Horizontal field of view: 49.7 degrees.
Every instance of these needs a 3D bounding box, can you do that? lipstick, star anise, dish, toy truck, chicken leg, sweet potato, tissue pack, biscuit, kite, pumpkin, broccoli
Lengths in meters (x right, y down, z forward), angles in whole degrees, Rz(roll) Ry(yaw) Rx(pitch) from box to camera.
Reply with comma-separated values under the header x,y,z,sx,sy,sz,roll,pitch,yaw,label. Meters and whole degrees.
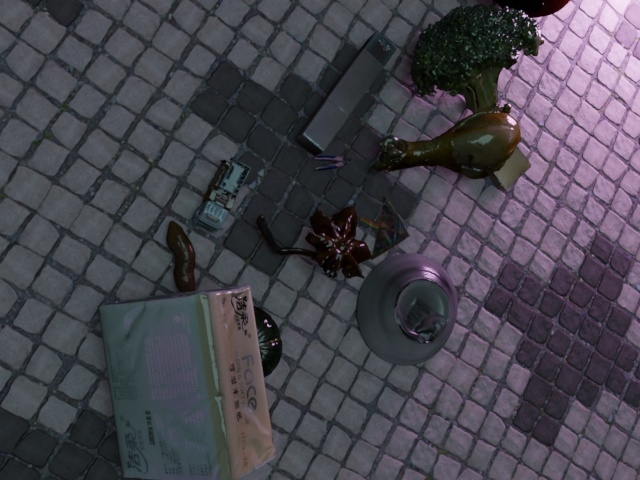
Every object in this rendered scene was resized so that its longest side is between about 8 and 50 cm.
x,y,z,sx,sy,sz,roll,pitch,yaw,label
0.070,-0.397,1.866,0.079,0.076,0.372,38,76,-15,lipstick
0.001,-0.005,1.789,0.346,0.148,0.238,14,60,-16,star anise
0.261,0.188,1.883,0.316,0.106,0.317,1,86,-20,dish
-0.244,-0.110,1.715,0.080,0.115,0.178,28,79,-16,toy truck
0.348,-0.258,1.907,0.428,0.153,0.202,-8,121,-6,chicken leg
-0.336,0.057,1.701,0.065,0.051,0.219,-11,90,21,sweet potato
-0.301,0.317,1.553,0.205,0.331,0.405,-10,92,-59,tissue pack
0.522,-0.258,2.038,0.121,0.040,0.199,-42,102,-13,biscuit
0.181,-0.034,1.919,0.159,0.010,0.190,13,81,-18,kite
-0.185,0.253,1.697,0.190,0.146,0.191,2,69,-4,pumpkin
0.422,-0.522,1.917,0.375,0.302,0.249,-25,73,4,broccoli

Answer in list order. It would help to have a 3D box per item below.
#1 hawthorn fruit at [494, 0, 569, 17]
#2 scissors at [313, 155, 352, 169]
x,y,z,sx,sy,sz,roll,pitch,yaw,label
0.610,-0.776,1.980,0.315,0.316,0.316,1,86,-20,hawthorn fruit
0.035,-0.212,1.875,0.113,0.012,0.039,-5,88,-20,scissors
